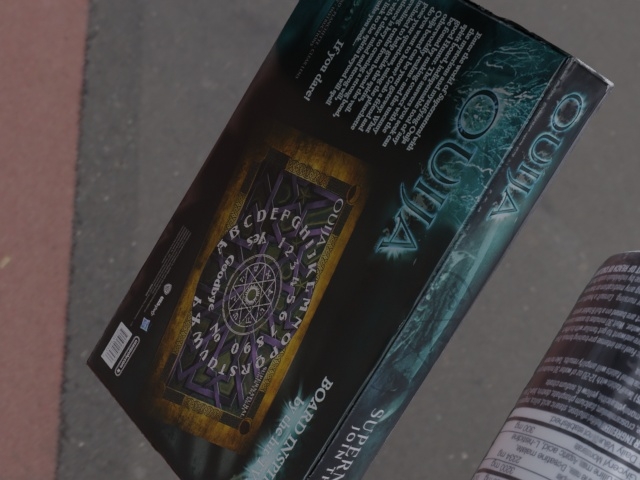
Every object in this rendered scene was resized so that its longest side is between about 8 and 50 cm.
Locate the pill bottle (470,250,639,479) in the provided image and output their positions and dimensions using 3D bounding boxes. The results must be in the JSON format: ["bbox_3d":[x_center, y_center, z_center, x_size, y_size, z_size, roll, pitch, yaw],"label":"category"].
[{"bbox_3d":[0.133,0.137,0.607,0.130,0.130,0.246,38,75,-16],"label":"pill bottle"}]

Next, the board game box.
[{"bbox_3d":[0.000,0.000,0.428,0.026,0.186,0.126,23,13,-44],"label":"board game box"}]
